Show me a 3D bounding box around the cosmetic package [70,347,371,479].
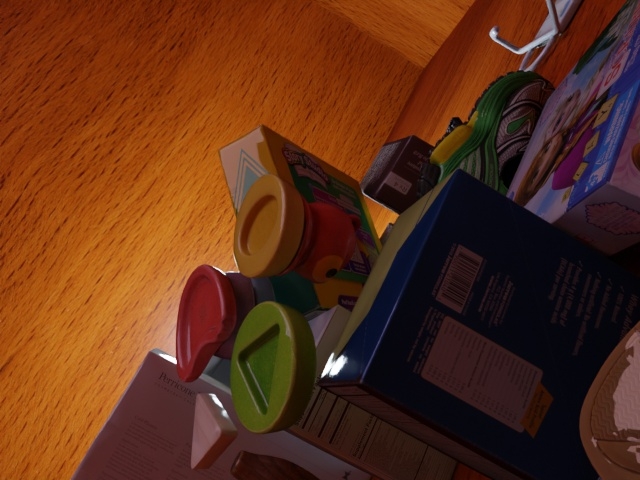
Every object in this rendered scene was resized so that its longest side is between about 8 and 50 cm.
[{"bbox_3d":[-0.155,0.373,0.761,0.284,0.377,0.097,-60,6,-11],"label":"cosmetic package"}]

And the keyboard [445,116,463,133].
[{"bbox_3d":[0.317,-0.219,1.165,0.180,0.023,0.108,-100,27,-52],"label":"keyboard"}]

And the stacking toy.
[{"bbox_3d":[-0.058,0.110,0.641,0.309,0.130,0.279,-45,45,39],"label":"stacking toy"}]

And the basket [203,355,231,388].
[{"bbox_3d":[-0.137,0.356,0.977,0.328,0.331,0.266,-60,3,-11],"label":"basket"}]

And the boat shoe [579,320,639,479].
[{"bbox_3d":[0.255,0.041,0.242,0.277,0.096,0.098,-49,33,24],"label":"boat shoe"}]

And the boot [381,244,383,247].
[{"bbox_3d":[0.094,0.087,1.401,0.260,0.131,0.348,-110,13,-47],"label":"boot"}]

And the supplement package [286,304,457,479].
[{"bbox_3d":[0.052,0.206,0.667,0.149,0.203,0.194,-62,6,-20],"label":"supplement package"}]

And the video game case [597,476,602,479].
[{"bbox_3d":[0.208,0.183,0.278,0.173,0.022,0.190,-59,5,11],"label":"video game case"}]

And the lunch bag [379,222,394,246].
[{"bbox_3d":[0.188,-0.004,1.410,0.071,0.053,0.083,-61,14,18],"label":"lunch bag"}]

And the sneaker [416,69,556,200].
[{"bbox_3d":[0.295,-0.145,0.831,0.343,0.146,0.134,-47,-27,-28],"label":"sneaker"}]

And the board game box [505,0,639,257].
[{"bbox_3d":[0.292,-0.109,0.561,0.318,0.066,0.318,-61,-7,-18],"label":"board game box"}]

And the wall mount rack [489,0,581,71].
[{"bbox_3d":[0.480,-0.525,1.052,0.350,0.130,0.304,-60,5,2],"label":"wall mount rack"}]

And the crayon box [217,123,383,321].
[{"bbox_3d":[0.000,0.000,0.938,0.106,0.313,0.363,-27,-21,22],"label":"crayon box"}]

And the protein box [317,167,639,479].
[{"bbox_3d":[0.141,0.086,0.468,0.200,0.201,0.136,-62,5,-20],"label":"protein box"}]

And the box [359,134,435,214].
[{"bbox_3d":[0.200,-0.109,1.088,0.143,0.191,0.381,-59,5,8],"label":"box"}]

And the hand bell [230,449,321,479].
[{"bbox_3d":[0.036,0.236,0.420,0.126,0.242,0.126,-59,6,9],"label":"hand bell"}]
